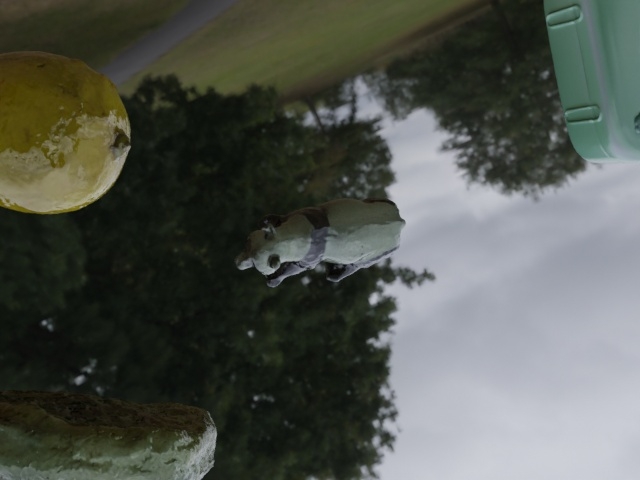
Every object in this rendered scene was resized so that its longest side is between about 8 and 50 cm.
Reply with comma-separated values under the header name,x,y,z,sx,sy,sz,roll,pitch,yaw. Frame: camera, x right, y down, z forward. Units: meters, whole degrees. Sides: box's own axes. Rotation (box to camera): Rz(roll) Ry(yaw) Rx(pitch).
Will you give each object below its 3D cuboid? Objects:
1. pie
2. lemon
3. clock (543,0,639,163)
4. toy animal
name,x,y,z,sx,sy,sz,roll,pitch,yaw
pie,-0.226,0.184,0.900,0.277,0.078,0.277,8,-179,0
lemon,-0.437,-0.166,1.435,0.260,0.284,0.260,-55,175,-8
clock,0.277,-0.150,0.710,0.211,0.159,0.066,-14,-172,-21
toy animal,0.000,0.000,1.133,0.225,0.094,0.121,-5,170,-27
